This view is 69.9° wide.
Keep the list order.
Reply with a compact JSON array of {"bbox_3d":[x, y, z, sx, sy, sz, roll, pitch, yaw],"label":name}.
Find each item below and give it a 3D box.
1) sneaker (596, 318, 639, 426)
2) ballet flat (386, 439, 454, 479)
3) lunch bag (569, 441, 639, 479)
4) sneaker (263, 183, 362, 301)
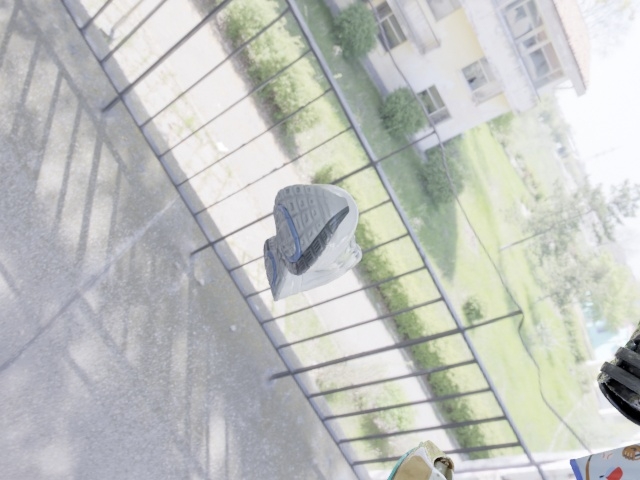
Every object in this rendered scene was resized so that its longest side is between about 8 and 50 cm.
[{"bbox_3d":[0.380,0.102,0.487,0.104,0.146,0.296,38,-24,49],"label":"sneaker"},{"bbox_3d":[0.154,0.336,0.659,0.080,0.073,0.232,-64,154,0],"label":"ballet flat"},{"bbox_3d":[0.814,0.670,1.033,0.239,0.327,0.386,39,34,-32],"label":"lunch bag"},{"bbox_3d":[0.000,0.000,0.618,0.129,0.297,0.111,-9,76,-17],"label":"sneaker"}]
